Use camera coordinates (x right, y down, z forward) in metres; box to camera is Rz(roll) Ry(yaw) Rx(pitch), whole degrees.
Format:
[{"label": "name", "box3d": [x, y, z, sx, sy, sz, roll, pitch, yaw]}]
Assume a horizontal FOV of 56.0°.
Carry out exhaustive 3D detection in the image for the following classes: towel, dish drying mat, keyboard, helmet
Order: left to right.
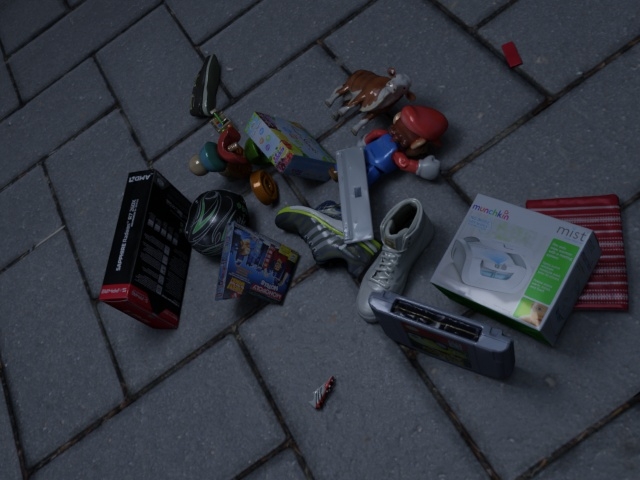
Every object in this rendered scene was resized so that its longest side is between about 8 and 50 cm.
[{"label": "helmet", "box3d": [-0.274, -0.039, 1.603, 0.169, 0.169, 0.161, -7, 57, 19]}, {"label": "keyboard", "box3d": [0.082, -0.115, 1.466, 0.072, 0.014, 0.256, -8, 68, 8]}, {"label": "dish drying mat", "box3d": [0.512, -0.498, 1.612, 0.032, 0.008, 0.083, -18, 60, 13]}, {"label": "towel", "box3d": [0.555, 0.023, 1.316, 0.199, 0.031, 0.274, -2, 64, 21]}]

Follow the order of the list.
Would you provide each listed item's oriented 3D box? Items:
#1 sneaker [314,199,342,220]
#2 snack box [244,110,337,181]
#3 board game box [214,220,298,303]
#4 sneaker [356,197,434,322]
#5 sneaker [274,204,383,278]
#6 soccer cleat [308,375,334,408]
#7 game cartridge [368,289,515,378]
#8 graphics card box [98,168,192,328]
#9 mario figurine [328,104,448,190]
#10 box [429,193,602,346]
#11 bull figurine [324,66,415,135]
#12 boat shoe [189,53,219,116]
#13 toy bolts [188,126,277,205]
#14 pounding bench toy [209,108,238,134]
[{"label": "sneaker", "box3d": [0.037, -0.067, 1.556, 0.052, 0.058, 0.135, -37, 29, -30]}, {"label": "snack box", "box3d": [-0.079, -0.252, 1.621, 0.207, 0.174, 0.070, 52, 120, 33]}, {"label": "board game box", "box3d": [-0.177, 0.080, 1.511, 0.060, 0.194, 0.194, -14, 52, 61]}, {"label": "sneaker", "box3d": [0.155, 0.038, 1.387, 0.108, 0.169, 0.292, 25, 77, 28]}, {"label": "sneaker", "box3d": [0.000, 0.000, 1.506, 0.300, 0.111, 0.121, 20, 76, 30]}, {"label": "soccer cleat", "box3d": [0.003, 0.344, 1.374, 0.036, 0.029, 0.083, 23, 79, 25]}, {"label": "game cartridge", "box3d": [0.252, 0.198, 1.248, 0.294, 0.196, 0.060, 17, 72, 28]}, {"label": "graphics card box", "box3d": [-0.443, 0.026, 1.593, 0.094, 0.233, 0.370, -5, 64, 20]}, {"label": "mario figurine", "box3d": [0.193, -0.214, 1.553, 0.321, 0.170, 0.198, -35, 93, 14]}, {"label": "box", "box3d": [0.411, 0.057, 1.271, 0.262, 0.127, 0.231, 26, 83, 39]}, {"label": "bull figurine", "box3d": [0.125, -0.382, 1.602, 0.188, 0.101, 0.310, -37, 24, 1]}, {"label": "boat shoe", "box3d": [-0.372, -0.497, 1.920, 0.069, 0.081, 0.227, -3, 66, 16]}, {"label": "toy bolts", "box3d": [-0.243, -0.186, 1.640, 0.159, 0.228, 0.218, -22, 71, 23]}, {"label": "pounding bench toy", "box3d": [-0.297, -0.353, 1.815, 0.052, 0.083, 0.065, -41, 56, -2]}]
